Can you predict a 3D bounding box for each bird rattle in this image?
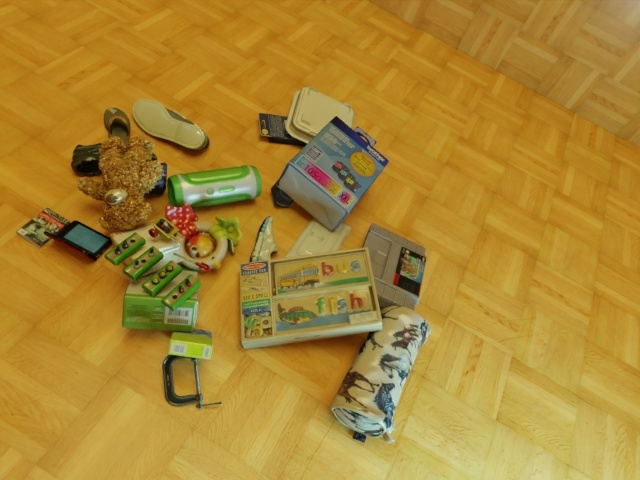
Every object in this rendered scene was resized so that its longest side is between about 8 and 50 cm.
[{"bbox_3d":[-0.375,-0.010,1.579,0.254,0.143,0.206,11,59,-9],"label":"bird rattle"}]

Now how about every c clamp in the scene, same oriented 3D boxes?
[{"bbox_3d":[-0.343,0.367,1.337,0.137,0.022,0.160,-12,85,-10],"label":"c clamp"}]

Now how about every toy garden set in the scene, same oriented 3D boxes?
[{"bbox_3d":[-0.419,0.044,1.382,0.244,0.049,0.204,35,50,10],"label":"toy garden set"}]

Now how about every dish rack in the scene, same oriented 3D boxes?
[{"bbox_3d":[0.016,-0.506,2.104,0.286,0.072,0.332,23,47,-14],"label":"dish rack"}]

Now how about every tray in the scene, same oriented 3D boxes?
[{"bbox_3d":[0.000,0.000,1.768,0.145,0.030,0.270,29,50,5],"label":"tray"}]

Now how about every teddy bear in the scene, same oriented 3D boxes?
[{"bbox_3d":[-0.602,-0.196,1.547,0.245,0.113,0.337,13,58,-3],"label":"teddy bear"}]

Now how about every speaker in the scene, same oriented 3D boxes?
[{"bbox_3d":[-0.355,-0.180,1.718,0.297,0.131,0.131,-12,59,-27],"label":"speaker"}]

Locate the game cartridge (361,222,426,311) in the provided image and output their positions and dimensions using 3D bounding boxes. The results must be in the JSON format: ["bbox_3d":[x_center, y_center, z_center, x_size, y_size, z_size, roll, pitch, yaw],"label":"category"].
[{"bbox_3d":[0.237,0.091,1.720,0.230,0.068,0.355,22,38,3],"label":"game cartridge"}]

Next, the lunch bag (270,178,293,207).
[{"bbox_3d":[-0.137,-0.169,1.824,0.067,0.065,0.098,8,53,-37],"label":"lunch bag"}]

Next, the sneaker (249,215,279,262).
[{"bbox_3d":[-0.174,0.007,1.684,0.083,0.071,0.190,20,58,-13],"label":"sneaker"}]

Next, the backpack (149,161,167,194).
[{"bbox_3d":[-0.571,-0.207,1.680,0.120,0.098,0.101,4,56,-18],"label":"backpack"}]

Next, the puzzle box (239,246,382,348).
[{"bbox_3d":[-0.036,0.164,1.525,0.409,0.052,0.272,-8,54,0],"label":"puzzle box"}]

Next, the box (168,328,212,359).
[{"bbox_3d":[-0.347,0.273,1.369,0.109,0.178,0.042,11,89,-12],"label":"box"}]

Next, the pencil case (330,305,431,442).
[{"bbox_3d":[0.188,0.368,1.468,0.184,0.160,0.410,37,51,-3],"label":"pencil case"}]

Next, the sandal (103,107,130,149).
[{"bbox_3d":[-0.719,-0.398,1.797,0.090,0.060,0.219,-1,54,-20],"label":"sandal"}]

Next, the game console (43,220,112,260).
[{"bbox_3d":[-0.706,-0.010,1.492,0.144,0.124,0.085,27,76,2],"label":"game console"}]

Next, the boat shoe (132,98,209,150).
[{"bbox_3d":[-0.548,-0.419,1.873,0.320,0.116,0.099,28,6,11],"label":"boat shoe"}]

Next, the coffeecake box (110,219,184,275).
[{"bbox_3d":[-0.511,0.019,1.497,0.142,0.068,0.185,-24,37,-32],"label":"coffeecake box"}]

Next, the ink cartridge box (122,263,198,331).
[{"bbox_3d":[-0.449,0.152,1.461,0.189,0.097,0.255,7,18,-14],"label":"ink cartridge box"}]

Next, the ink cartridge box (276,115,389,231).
[{"bbox_3d":[0.063,-0.264,1.843,0.270,0.151,0.395,40,51,-2],"label":"ink cartridge box"}]

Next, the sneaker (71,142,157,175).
[{"bbox_3d":[-0.686,-0.285,1.698,0.268,0.101,0.106,-5,54,-23],"label":"sneaker"}]

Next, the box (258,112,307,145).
[{"bbox_3d":[-0.139,-0.447,2.055,0.225,0.036,0.136,4,53,-20],"label":"box"}]

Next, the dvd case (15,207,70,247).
[{"bbox_3d":[-0.825,-0.039,1.516,0.087,0.013,0.119,30,49,4],"label":"dvd case"}]
